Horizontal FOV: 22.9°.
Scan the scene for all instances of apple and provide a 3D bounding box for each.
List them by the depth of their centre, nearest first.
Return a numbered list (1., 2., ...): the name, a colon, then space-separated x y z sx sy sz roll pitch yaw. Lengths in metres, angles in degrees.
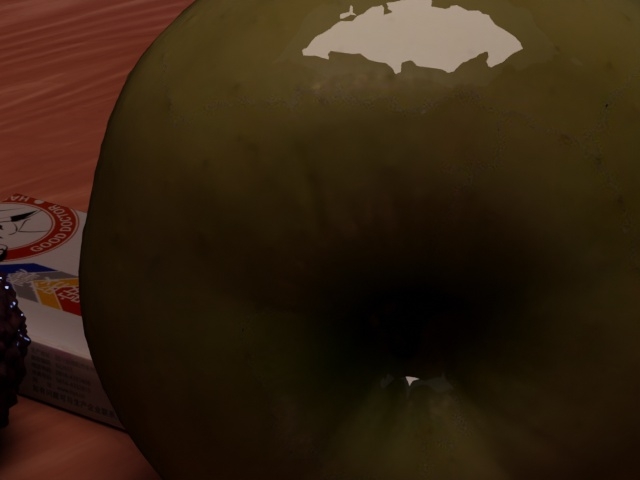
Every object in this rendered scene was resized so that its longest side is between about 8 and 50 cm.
1. apple: 0.067 -0.004 1.067 0.474 0.473 0.473 1 25 -1

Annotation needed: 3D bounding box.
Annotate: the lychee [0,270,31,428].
1. lychee: -0.300 0.091 1.145 0.188 0.188 0.188 1 25 -1

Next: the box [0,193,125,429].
1. box: -0.193 0.059 1.341 0.353 0.069 0.214 14 28 28
